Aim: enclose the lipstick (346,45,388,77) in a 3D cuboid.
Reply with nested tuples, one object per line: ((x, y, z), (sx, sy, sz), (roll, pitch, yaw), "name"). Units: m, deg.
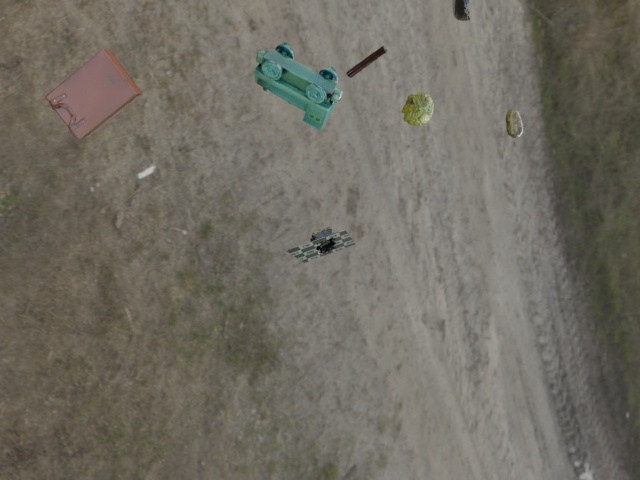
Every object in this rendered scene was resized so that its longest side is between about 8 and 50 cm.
((0.140, -0.541, 1.793), (0.027, 0.177, 0.027), (9, 73, -32), "lipstick")

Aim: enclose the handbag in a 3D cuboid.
((-0.538, -0.343, 1.405), (0.127, 0.190, 0.063), (55, 11, -7), "handbag")

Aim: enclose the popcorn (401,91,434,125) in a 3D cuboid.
((0.341, -0.461, 2.066), (0.121, 0.106, 0.116), (-27, 86, -7), "popcorn")

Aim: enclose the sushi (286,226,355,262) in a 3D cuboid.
((0.000, 0.000, 1.896), (0.215, 0.192, 0.050), (46, 25, -72), "sushi")

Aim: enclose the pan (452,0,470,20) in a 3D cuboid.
((0.250, -0.486, 1.024), (0.115, 0.040, 0.211), (38, 59, -77), "pan")

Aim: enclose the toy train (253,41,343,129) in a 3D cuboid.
((-0.077, -0.496, 1.907), (0.298, 0.194, 0.120), (29, 58, 2), "toy train")

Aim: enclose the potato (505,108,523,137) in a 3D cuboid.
((0.534, -0.322, 1.633), (0.051, 0.040, 0.083), (7, 76, -46), "potato")
